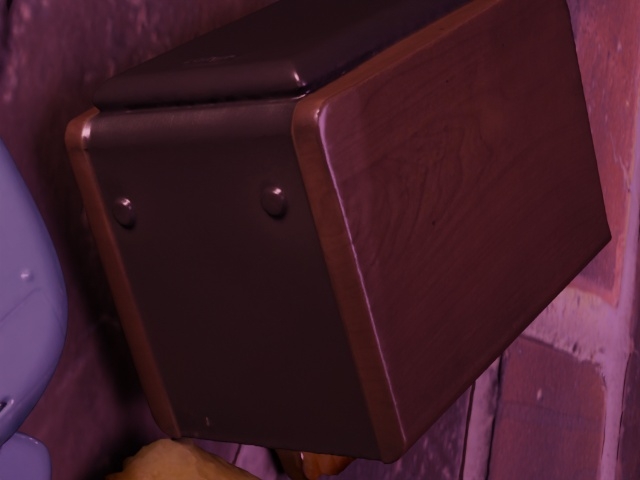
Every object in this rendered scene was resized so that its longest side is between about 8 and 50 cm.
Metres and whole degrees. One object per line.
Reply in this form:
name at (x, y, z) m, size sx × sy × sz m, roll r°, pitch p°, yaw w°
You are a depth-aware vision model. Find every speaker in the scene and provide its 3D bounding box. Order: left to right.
speaker at (0.023, -0.024, 0.634) m, size 0.231 × 0.153 × 0.192 m, roll -37°, pitch 118°, yaw -46°

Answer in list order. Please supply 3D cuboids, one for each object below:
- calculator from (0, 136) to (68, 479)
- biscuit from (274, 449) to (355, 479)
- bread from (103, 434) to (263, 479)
calculator at (-0.186, 0.014, 0.489) m, size 0.188 × 0.042 × 0.302 m, roll -51°, pitch 125°, yaw -42°
biscuit at (0.000, 0.000, 0.753) m, size 0.172 × 0.029 × 0.254 m, roll -39°, pitch 119°, yaw -46°
bread at (-0.017, 0.292, 0.614) m, size 0.233 × 0.362 × 0.245 m, roll -34°, pitch 156°, yaw -53°
